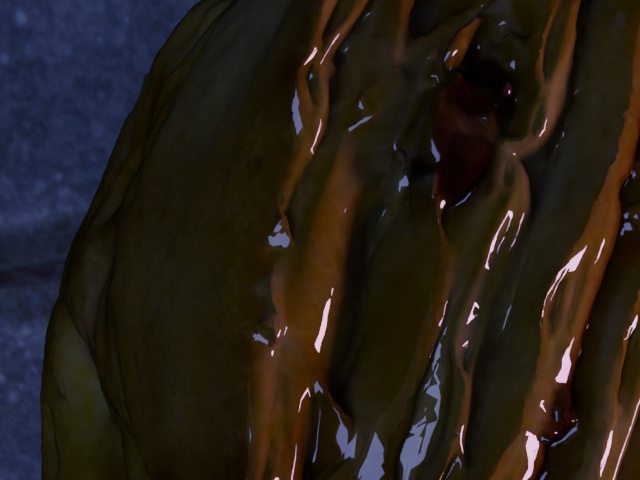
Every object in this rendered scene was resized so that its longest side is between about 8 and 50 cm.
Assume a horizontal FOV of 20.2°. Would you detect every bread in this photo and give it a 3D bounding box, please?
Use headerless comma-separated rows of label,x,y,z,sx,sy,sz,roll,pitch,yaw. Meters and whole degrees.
bread,0.000,0.000,0.765,0.370,0.191,0.314,-4,69,54
